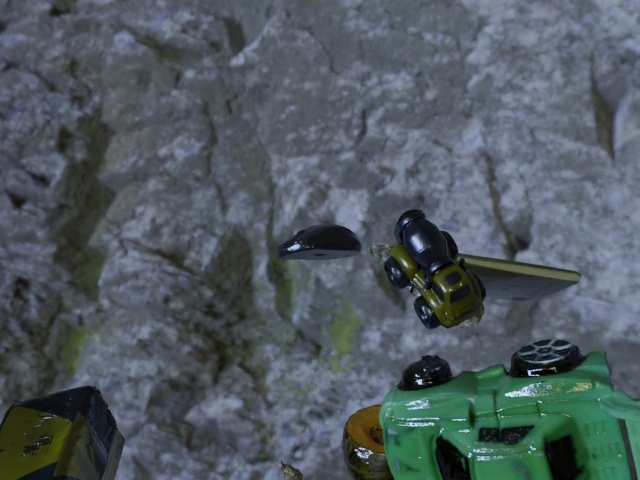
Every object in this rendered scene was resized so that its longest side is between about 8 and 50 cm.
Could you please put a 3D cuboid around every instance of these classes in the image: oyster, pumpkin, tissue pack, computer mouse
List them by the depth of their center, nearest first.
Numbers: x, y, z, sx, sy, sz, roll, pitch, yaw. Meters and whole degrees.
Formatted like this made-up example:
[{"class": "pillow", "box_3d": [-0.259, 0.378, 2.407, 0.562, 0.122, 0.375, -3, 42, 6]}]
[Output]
[{"class": "oyster", "box_3d": [-0.061, 0.480, 1.791, 0.081, 0.038, 0.083, 61, -175, -16]}, {"class": "pumpkin", "box_3d": [0.205, 0.446, 1.881, 0.317, 0.139, 0.222, -5, -158, -1]}, {"class": "oyster", "box_3d": [0.239, 0.085, 1.889, 0.294, 0.094, 0.166, 39, 174, 13]}, {"class": "tissue pack", "box_3d": [-0.651, 0.577, 2.026, 0.264, 0.416, 0.253, -12, 121, 12]}, {"class": "computer mouse", "box_3d": [0.000, 0.000, 2.243, 0.137, 0.086, 0.269, -19, 167, 40]}]

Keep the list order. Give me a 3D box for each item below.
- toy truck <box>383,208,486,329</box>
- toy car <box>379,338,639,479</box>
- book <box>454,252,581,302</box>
[{"class": "toy truck", "box_3d": [0.228, 0.054, 1.695, 0.224, 0.147, 0.165, 57, 168, 30]}, {"class": "toy car", "box_3d": [0.253, 0.258, 1.079, 0.358, 0.213, 0.176, -10, -164, 16]}, {"class": "book", "box_3d": [0.433, 0.100, 2.113, 0.352, 0.035, 0.239, 8, 160, -18]}]
